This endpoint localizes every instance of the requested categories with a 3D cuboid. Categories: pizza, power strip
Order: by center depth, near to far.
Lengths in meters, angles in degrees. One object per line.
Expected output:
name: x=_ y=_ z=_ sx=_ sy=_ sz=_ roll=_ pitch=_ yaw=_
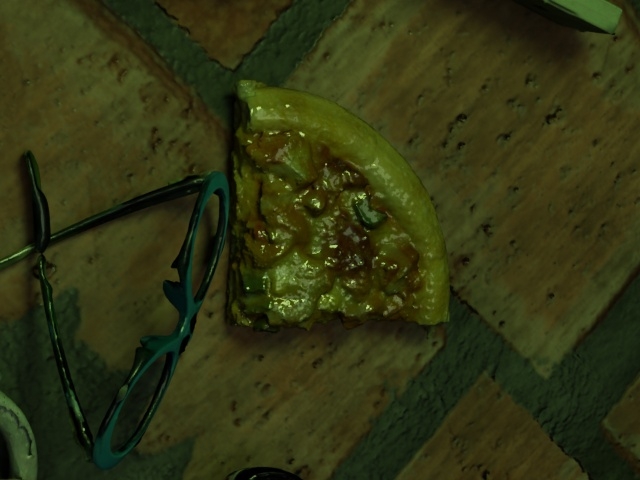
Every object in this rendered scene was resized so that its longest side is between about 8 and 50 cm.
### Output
pizza: x=0.000 y=0.000 z=1.160 sx=0.197 sy=0.058 sz=0.292 roll=-42 pitch=117 yaw=-9
power strip: x=0.158 y=-0.214 z=1.164 sx=0.227 sy=0.080 sz=0.029 roll=21 pitch=95 yaw=-29

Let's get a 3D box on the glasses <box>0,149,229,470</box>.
glasses: x=-0.170 y=0.035 z=1.054 sx=0.207 sy=0.102 sz=0.239 roll=25 pitch=75 yaw=-22

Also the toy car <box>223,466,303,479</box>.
toy car: x=-0.076 y=0.277 z=1.177 sx=0.089 sy=0.108 sz=0.209 roll=18 pitch=92 yaw=-26

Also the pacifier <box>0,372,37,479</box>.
pacifier: x=-0.272 y=0.252 z=0.993 sx=0.220 sy=0.273 sz=0.332 roll=-30 pitch=144 yaw=-1
